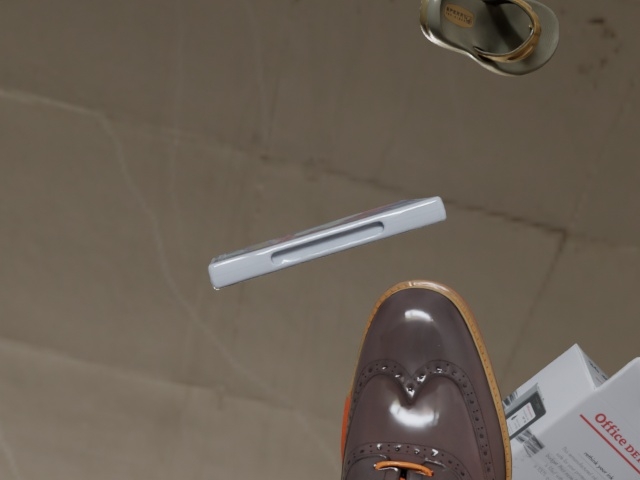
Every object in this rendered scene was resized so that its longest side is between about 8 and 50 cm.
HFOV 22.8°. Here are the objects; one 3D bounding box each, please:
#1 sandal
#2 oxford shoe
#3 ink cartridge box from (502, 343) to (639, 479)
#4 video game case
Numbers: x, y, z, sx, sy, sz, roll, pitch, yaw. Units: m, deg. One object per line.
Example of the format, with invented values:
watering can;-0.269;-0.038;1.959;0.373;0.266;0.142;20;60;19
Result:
sandal;0.154;-0.182;1.348;0.049;0.072;0.180;2;-4;42
oxford shoe;0.054;0.150;0.852;0.096;0.271;0.098;-2;-12;9
ink cartridge box;0.174;0.148;1.101;0.180;0.060;0.104;-40;-66;14
video game case;0.000;0.000;1.274;0.183;0.023;0.201;-17;1;-3
